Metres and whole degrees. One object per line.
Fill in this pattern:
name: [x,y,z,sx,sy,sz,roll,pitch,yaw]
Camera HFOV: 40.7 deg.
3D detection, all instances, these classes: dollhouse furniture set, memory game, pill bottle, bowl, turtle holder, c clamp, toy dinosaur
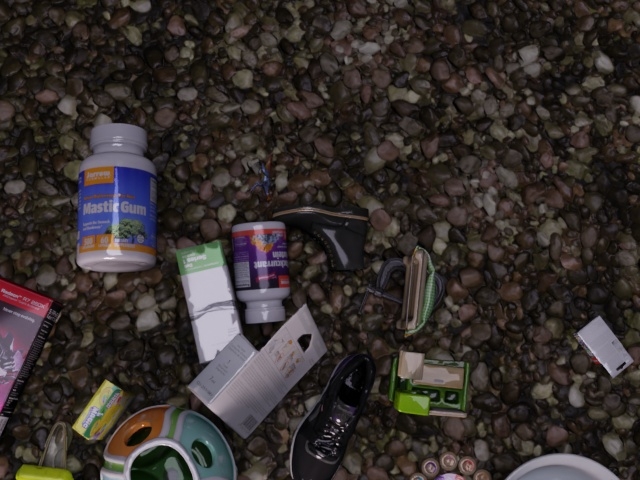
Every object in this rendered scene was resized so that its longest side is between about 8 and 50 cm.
dollhouse furniture set: [0.227,0.173,1.633,0.151,0.197,0.302,7,85,-1]
memory game: [0.255,0.505,1.676,0.186,0.012,0.186,1,77,-4]
pill bottle: [-0.395,-0.082,1.682,0.152,0.152,0.272,-1,78,-5]
bowl: [0.437,0.549,1.619,0.297,0.134,0.298,1,78,-5]
pill bottle: [-0.115,0.063,1.689,0.108,0.108,0.194,-4,87,-6]
turtle holder: [-0.266,0.453,1.534,0.243,0.227,0.321,-5,78,-6]
c clamp: [0.169,0.107,1.755,0.160,0.022,0.137,15,72,0]
toy dinosaur: [-0.109,-0.125,1.773,0.090,0.047,0.082,-31,100,-21]

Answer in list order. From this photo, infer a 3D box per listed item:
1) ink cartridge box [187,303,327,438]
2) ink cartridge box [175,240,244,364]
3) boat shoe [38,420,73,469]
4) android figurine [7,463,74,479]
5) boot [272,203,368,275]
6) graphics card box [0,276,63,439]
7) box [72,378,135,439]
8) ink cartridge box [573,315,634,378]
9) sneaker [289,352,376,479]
ink cartridge box: [-0.105,0.230,1.573,0.060,0.275,0.239,38,76,22]
ink cartridge box: [-0.204,0.128,1.646,0.092,0.160,0.220,-12,78,-6]
boat shoe: [-0.500,0.415,1.615,0.056,0.048,0.153,14,77,-1]
android figurine: [-0.504,0.534,1.569,0.272,0.056,0.249,10,90,-1]
boot: [0.000,0.000,1.739,0.197,0.077,0.137,1,83,-3]
graphics card box: [-0.672,0.241,1.618,0.232,0.094,0.371,22,78,0]
box: [-0.396,0.312,1.580,0.043,0.179,0.105,33,77,3]
ink cartridge box: [0.576,0.218,1.757,0.062,0.029,0.115,-35,84,-11]
sneaker: [0.021,0.340,1.635,0.107,0.124,0.283,24,77,1]
